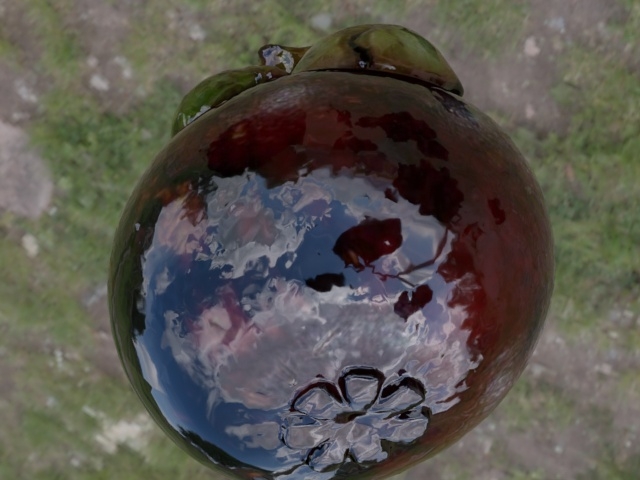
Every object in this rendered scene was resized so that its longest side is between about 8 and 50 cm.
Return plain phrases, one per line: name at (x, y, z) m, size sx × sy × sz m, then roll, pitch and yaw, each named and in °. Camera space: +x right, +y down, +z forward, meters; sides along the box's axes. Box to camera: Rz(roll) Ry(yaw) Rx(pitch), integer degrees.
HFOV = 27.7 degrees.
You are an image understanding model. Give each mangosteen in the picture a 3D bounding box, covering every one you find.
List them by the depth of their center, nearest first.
mangosteen at (0.000, 0.000, 0.522) m, size 0.200 × 0.200 × 0.200 m, roll 16°, pitch 135°, yaw 17°
